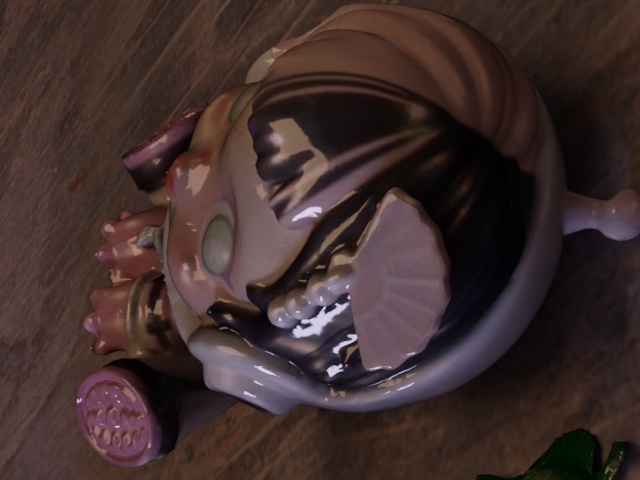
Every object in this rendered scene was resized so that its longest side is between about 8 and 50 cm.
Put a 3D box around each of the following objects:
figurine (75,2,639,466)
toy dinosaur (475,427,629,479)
[{"bbox_3d":[-0.001,-0.009,0.876,0.361,0.211,0.253,-31,59,53],"label":"figurine"},{"bbox_3d":[0.129,0.132,0.798,0.119,0.029,0.060,-6,58,64],"label":"toy dinosaur"}]
